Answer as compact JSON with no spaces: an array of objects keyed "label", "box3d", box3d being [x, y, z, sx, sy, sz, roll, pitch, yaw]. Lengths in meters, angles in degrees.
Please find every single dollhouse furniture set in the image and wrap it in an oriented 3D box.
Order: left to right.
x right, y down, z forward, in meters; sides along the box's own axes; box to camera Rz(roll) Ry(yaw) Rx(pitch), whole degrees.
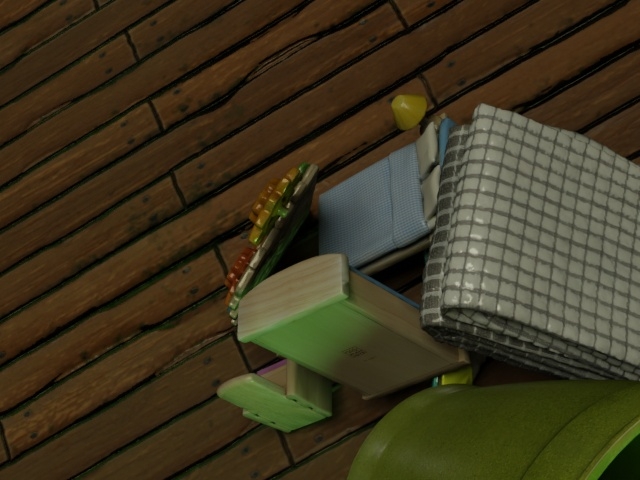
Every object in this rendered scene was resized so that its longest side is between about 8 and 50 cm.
[{"label":"dollhouse furniture set","box3d":[0.000,0.000,1.397,0.286,0.198,0.303,-26,49,34]}]

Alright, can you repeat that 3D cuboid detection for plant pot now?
[{"label":"plant pot","box3d":[0.204,0.268,1.120,0.353,0.366,0.366,11,68,59]}]

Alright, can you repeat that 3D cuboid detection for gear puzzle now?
[{"label":"gear puzzle","box3d":[-0.063,-0.005,1.397,0.044,0.339,0.175,31,80,3]}]

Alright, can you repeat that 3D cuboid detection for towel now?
[{"label":"towel","box3d":[0.245,0.019,1.303,0.284,0.121,0.235,20,62,-14]}]

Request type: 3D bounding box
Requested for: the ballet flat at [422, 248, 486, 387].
[{"label":"ballet flat","box3d":[0.151,0.082,1.409,0.077,0.077,0.231,-3,62,4]}]
